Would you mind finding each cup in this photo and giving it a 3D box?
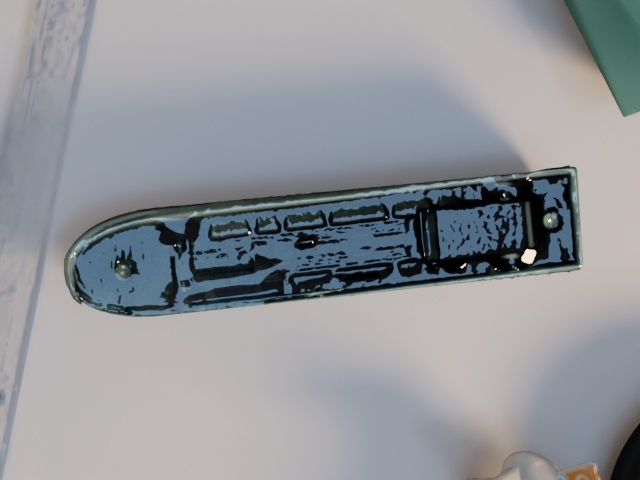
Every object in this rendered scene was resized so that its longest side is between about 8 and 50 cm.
[{"bbox_3d":[0.241,-0.234,1.425,0.134,0.148,0.236,-43,105,-37],"label":"cup"}]

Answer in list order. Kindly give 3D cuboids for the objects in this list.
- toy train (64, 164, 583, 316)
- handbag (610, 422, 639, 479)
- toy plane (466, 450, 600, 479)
[{"bbox_3d":[0.000,0.000,1.428,0.407,0.088,0.086,-6,96,-10],"label":"toy train"},{"bbox_3d":[0.378,0.257,1.530,0.253,0.093,0.308,-26,101,-6],"label":"handbag"},{"bbox_3d":[0.191,0.287,1.454,0.244,0.117,0.245,8,105,30],"label":"toy plane"}]
